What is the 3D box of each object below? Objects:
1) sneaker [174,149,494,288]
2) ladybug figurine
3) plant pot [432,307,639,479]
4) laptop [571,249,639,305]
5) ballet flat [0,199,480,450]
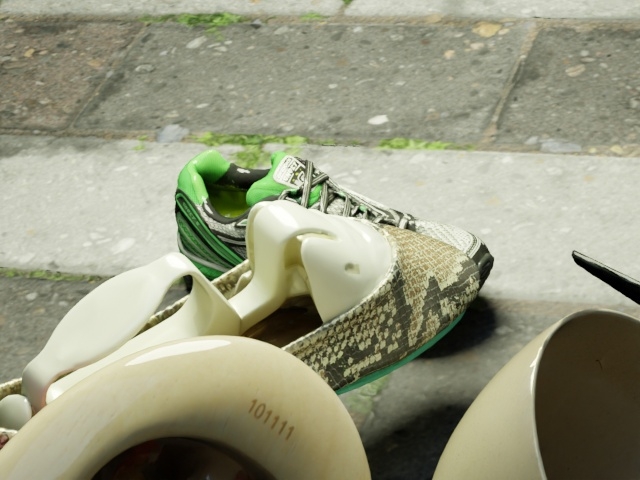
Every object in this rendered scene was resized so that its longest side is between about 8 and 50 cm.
[{"bbox_3d":[0.000,0.000,1.765,0.343,0.146,0.134,9,41,27],"label":"sneaker"},{"bbox_3d":[-0.143,0.276,1.333,0.449,0.305,0.162,-56,14,-16],"label":"ladybug figurine"},{"bbox_3d":[0.181,0.217,1.347,0.191,0.284,0.284,-34,22,36],"label":"plant pot"},{"bbox_3d":[0.390,0.041,1.587,0.234,0.264,0.137,27,89,43],"label":"laptop"},{"bbox_3d":[-0.076,0.075,1.504,0.482,0.182,0.164,-28,37,-20],"label":"ballet flat"}]
